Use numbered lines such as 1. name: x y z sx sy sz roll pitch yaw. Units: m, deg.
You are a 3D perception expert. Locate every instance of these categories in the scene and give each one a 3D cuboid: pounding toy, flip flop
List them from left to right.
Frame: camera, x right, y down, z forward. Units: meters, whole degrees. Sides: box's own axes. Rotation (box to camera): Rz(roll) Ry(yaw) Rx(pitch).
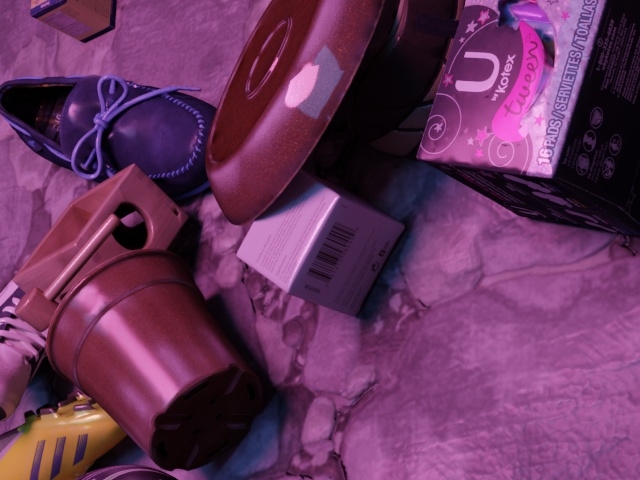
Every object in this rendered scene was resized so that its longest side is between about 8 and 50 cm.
1. pounding toy: -0.221 0.030 1.604 0.181 0.094 0.206 -25 26 46
2. flip flop: 0.103 -0.190 1.418 0.080 0.112 0.277 -73 -3 -56

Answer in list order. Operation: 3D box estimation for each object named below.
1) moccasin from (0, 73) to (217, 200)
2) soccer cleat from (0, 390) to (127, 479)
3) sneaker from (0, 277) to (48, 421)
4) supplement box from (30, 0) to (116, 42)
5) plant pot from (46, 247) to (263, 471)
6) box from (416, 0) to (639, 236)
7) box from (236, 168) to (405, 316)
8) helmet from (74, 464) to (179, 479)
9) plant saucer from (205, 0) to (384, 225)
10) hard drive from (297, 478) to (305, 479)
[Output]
1. moccasin: -0.239 -0.113 1.735 0.342 0.117 0.138 6 77 44
2. soccer cleat: -0.290 0.237 1.676 0.289 0.093 0.121 -23 88 30
3. sneaker: -0.309 0.091 1.694 0.153 0.094 0.235 -48 7 6
4. supplement box: -0.288 -0.291 1.882 0.056 0.083 0.083 -19 61 37
5. plant pot: -0.149 0.121 1.530 0.165 0.167 0.167 44 104 37
6. box: 0.204 -0.148 1.297 0.142 0.163 0.247 10 79 43
7. box: 0.000 0.000 1.472 0.087 0.102 0.101 33 97 44
8. helmet: -0.186 0.288 1.481 0.169 0.161 0.169 -19 60 37
9. plant saucer: -0.032 -0.163 1.514 0.310 0.050 0.310 -55 18 27
10. hard drive: 0.009 0.344 1.351 0.172 0.054 0.255 10 80 45
